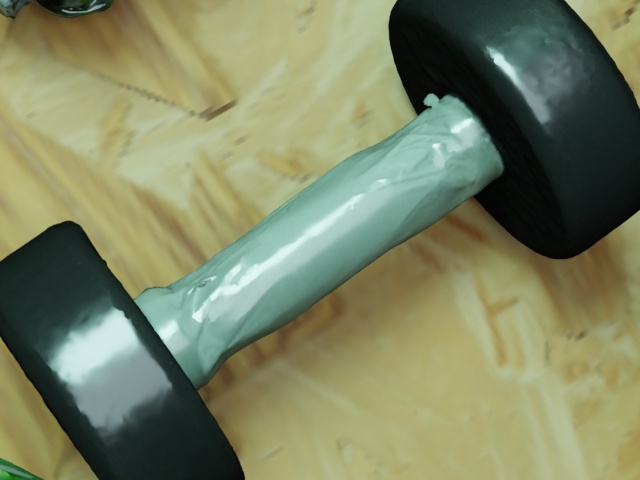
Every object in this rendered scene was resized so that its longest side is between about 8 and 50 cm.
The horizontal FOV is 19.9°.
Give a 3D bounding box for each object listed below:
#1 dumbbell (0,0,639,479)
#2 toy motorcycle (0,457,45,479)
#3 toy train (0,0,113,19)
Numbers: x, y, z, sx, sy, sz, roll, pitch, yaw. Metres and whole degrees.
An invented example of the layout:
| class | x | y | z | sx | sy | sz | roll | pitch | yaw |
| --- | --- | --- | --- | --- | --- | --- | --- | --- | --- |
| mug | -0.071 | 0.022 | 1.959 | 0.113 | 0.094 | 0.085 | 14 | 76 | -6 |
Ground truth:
| class | x | y | z | sx | sy | sz | roll | pitch | yaw |
| --- | --- | --- | --- | --- | --- | --- | --- | --- | --- |
| dumbbell | 0.000 | 0.000 | 0.553 | 0.191 | 0.100 | 0.100 | -35 | 95 | -10 |
| toy motorcycle | -0.075 | 0.122 | 0.527 | 0.190 | 0.106 | 0.074 | 30 | 39 | 8 |
| toy train | -0.037 | -0.150 | 0.571 | 0.202 | 0.060 | 0.081 | -41 | 90 | -11 |
